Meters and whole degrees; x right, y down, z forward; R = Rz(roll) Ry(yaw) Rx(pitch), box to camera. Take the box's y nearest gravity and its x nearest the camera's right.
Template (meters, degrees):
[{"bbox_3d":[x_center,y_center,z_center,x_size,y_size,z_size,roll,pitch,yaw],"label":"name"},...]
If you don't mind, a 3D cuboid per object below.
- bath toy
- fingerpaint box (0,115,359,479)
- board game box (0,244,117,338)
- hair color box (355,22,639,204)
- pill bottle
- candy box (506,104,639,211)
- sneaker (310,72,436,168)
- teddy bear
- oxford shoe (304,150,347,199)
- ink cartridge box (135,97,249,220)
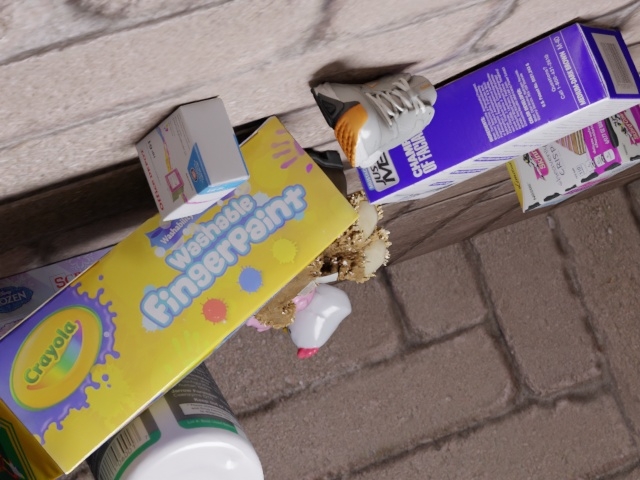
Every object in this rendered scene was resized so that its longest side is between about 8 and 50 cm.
[{"bbox_3d":[-0.086,0.088,2.406,0.151,0.129,0.348,10,166,37],"label":"bath toy"},{"bbox_3d":[-0.210,0.093,1.780,0.445,0.163,0.371,-41,-178,-24],"label":"fingerpaint box"},{"bbox_3d":[-0.381,0.123,2.257,0.318,0.066,0.319,-17,158,-24],"label":"board game box"},{"bbox_3d":[0.220,-0.157,1.925,0.339,0.110,0.185,-25,173,26],"label":"hair color box"},{"bbox_3d":[-0.230,0.240,2.059,0.204,0.204,0.361,-19,-143,-14],"label":"pill bottle"},{"bbox_3d":[0.345,-0.150,2.121,0.071,0.159,0.233,-15,171,-30],"label":"candy box"},{"bbox_3d":[0.067,-0.147,1.670,0.121,0.099,0.262,-29,180,6],"label":"sneaker"},{"bbox_3d":[-0.058,0.027,2.181,0.338,0.113,0.245,-30,149,9],"label":"teddy bear"},{"bbox_3d":[-0.024,-0.064,1.999,0.083,0.096,0.227,-22,172,31],"label":"oxford shoe"},{"bbox_3d":[-0.132,-0.081,1.555,0.052,0.088,0.122,-16,172,-31],"label":"ink cartridge box"}]
